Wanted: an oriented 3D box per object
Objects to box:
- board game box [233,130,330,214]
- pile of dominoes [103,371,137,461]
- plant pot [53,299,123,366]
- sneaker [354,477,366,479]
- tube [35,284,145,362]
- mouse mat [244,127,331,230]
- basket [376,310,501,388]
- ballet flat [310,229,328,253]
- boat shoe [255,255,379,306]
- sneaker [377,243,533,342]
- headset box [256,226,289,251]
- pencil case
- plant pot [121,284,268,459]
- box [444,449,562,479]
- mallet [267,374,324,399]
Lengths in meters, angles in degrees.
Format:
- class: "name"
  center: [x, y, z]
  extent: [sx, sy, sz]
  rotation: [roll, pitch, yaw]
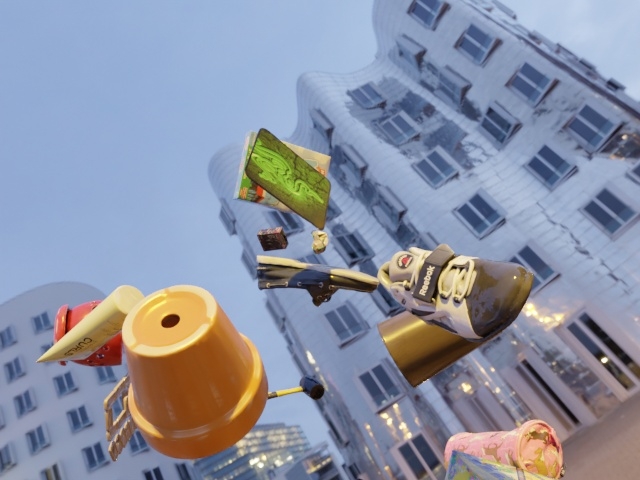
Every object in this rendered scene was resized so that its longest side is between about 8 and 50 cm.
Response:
- class: "board game box"
  center: [-0.086, -0.149, 1.144]
  extent: [0.212, 0.039, 0.160]
  rotation: [13, -97, -28]
- class: "pile of dominoes"
  center: [-0.557, 0.473, 1.354]
  extent: [0.040, 0.251, 0.195]
  rotation: [1, -80, -1]
- class: "plant pot"
  center: [-0.647, 0.262, 1.370]
  extent: [0.174, 0.191, 0.191]
  rotation: [1, -43, -24]
- class: "sneaker"
  center: [0.072, 0.606, 1.158]
  extent: [0.222, 0.083, 0.087]
  rotation: [-6, -56, -3]
- class: "tube"
  center: [-0.403, 0.165, 0.868]
  extent: [0.240, 0.062, 0.070]
  rotation: [-36, -68, 25]
- class: "mouse mat"
  center: [-0.054, -0.117, 0.918]
  extent: [0.190, 0.152, 0.007]
  rotation: [35, -49, -25]
- class: "basket"
  center: [0.265, 0.201, 1.070]
  extent: [0.227, 0.154, 0.204]
  rotation: [-30, -37, 6]
- class: "ballet flat"
  center: [0.000, 0.000, 1.156]
  extent: [0.041, 0.114, 0.041]
  rotation: [-1, -69, -2]
- class: "boat shoe"
  center: [-0.016, 0.118, 1.290]
  extent: [0.127, 0.341, 0.112]
  rotation: [11, -92, -80]
- class: "sneaker"
  center: [0.183, 0.072, 0.765]
  extent: [0.122, 0.146, 0.330]
  rotation: [-62, 10, -15]
- class: "headset box"
  center: [-0.137, -0.004, 1.438]
  extent: [0.084, 0.032, 0.062]
  rotation: [-5, -56, 21]
- class: "pencil case"
  center: [0.514, 0.619, 1.403]
  extent: [0.167, 0.160, 0.386]
  rotation: [24, -32, -9]
- class: "plant pot"
  center: [-0.192, 0.174, 0.708]
  extent: [0.205, 0.205, 0.187]
  rotation: [-24, -49, -20]
- class: "box"
  center: [0.356, 0.578, 0.862]
  extent: [0.177, 0.280, 0.289]
  rotation: [109, 178, -84]
- class: "mallet"
  center: [-0.089, 0.320, 1.026]
  extent: [0.190, 0.062, 0.039]
  rotation: [-3, -84, -18]
